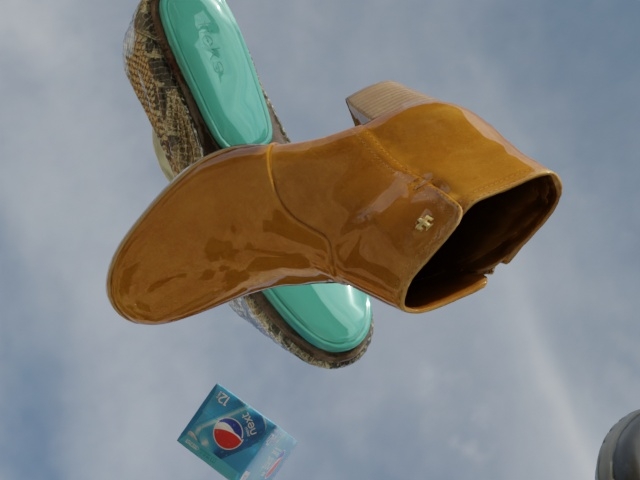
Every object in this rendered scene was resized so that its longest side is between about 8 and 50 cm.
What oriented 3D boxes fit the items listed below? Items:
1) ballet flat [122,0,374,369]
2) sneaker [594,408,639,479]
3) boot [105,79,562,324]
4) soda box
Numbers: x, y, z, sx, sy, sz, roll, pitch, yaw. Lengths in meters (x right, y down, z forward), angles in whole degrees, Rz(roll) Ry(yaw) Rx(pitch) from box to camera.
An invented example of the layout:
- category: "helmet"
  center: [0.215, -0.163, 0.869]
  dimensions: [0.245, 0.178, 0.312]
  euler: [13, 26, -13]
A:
- category: "ballet flat"
  center: [-0.094, -0.057, 1.331]
  dimensions: [0.182, 0.164, 0.482]
  euler: [-44, -113, 50]
- category: "sneaker"
  center: [0.332, 0.148, 0.900]
  dimensions: [0.140, 0.341, 0.125]
  euler: [-39, -103, 45]
- category: "boot"
  center: [0.001, 0.000, 0.825]
  dimensions: [0.295, 0.211, 0.104]
  euler: [-34, -55, -7]
- category: "soda box"
  center: [-0.077, 0.199, 1.183]
  dimensions: [0.071, 0.210, 0.067]
  euler: [34, -100, 11]
